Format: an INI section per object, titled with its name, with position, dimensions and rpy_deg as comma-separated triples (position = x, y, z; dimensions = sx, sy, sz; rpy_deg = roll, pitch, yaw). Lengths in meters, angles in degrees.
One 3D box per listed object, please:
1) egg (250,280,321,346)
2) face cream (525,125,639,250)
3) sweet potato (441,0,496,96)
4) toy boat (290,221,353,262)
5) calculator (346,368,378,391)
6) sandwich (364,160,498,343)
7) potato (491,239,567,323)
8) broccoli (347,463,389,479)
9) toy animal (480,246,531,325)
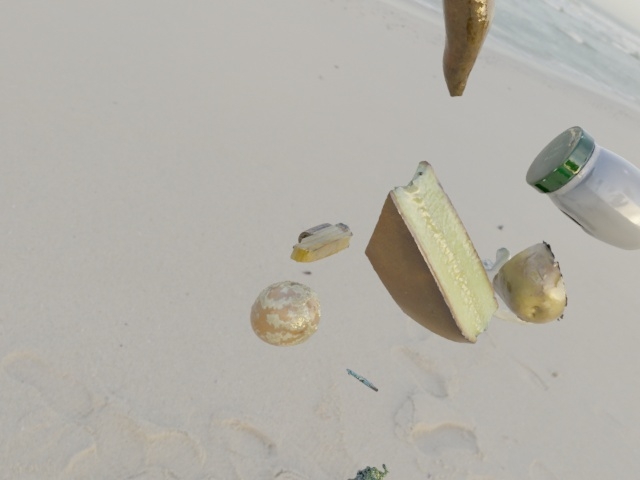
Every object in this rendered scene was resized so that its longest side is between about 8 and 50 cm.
[egg]
position = -0.111, 0.228, 1.630
dimensions = 0.203, 0.245, 0.203
rpy_deg = 34, 42, -39
[face cream]
position = 0.800, -0.141, 1.529
dimensions = 0.357, 0.219, 0.312
rpy_deg = 37, 18, -6
[sweet potato]
position = 0.199, -0.309, 0.720
dimensions = 0.077, 0.243, 0.077
rpy_deg = -8, 48, 9
[toy boat]
position = 0.000, 0.000, 1.835
dimensions = 0.115, 0.089, 0.310
rpy_deg = 39, 36, 24
[calculator]
position = 0.125, 0.423, 1.619
dimensions = 0.094, 0.019, 0.141
rpy_deg = 27, -12, 41
[sandwich]
position = 0.128, 0.023, 0.641
dimensions = 0.094, 0.096, 0.258
rpy_deg = -52, 124, -31
[potato]
position = 0.430, 0.116, 1.107
dimensions = 0.098, 0.243, 0.138
rpy_deg = -19, 61, 1
[broccoli]
position = 0.196, 0.731, 1.464
dimensions = 0.304, 0.165, 0.145
rpy_deg = 20, 28, -23
[toy animal]
position = 0.629, 0.164, 1.786
dimensions = 0.308, 0.188, 0.266
rpy_deg = -5, 67, 5
